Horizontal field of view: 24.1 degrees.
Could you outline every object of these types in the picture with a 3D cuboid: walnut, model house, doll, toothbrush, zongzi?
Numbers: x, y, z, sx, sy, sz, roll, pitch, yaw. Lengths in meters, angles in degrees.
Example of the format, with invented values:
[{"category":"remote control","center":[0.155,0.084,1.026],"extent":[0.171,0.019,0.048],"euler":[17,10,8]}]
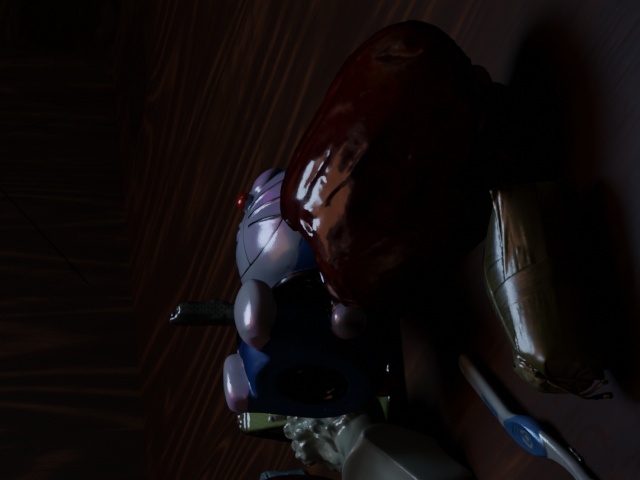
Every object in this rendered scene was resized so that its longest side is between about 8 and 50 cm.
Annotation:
[{"category":"walnut","center":[0.078,-0.071,1.494],"extent":[0.269,0.222,0.244],"euler":[-46,-7,7]},{"category":"model house","center":[-0.056,0.171,1.922],"extent":[0.205,0.279,0.218],"euler":[125,143,-66]},{"category":"doll","center":[0.007,0.040,1.720],"extent":[0.284,0.240,0.310],"euler":[125,158,-47]},{"category":"toothbrush","center":[0.205,0.186,1.464],"extent":[0.386,0.040,0.040],"euler":[-125,38,-69]},{"category":"zongzi","center":[0.198,0.073,1.386],"extent":[0.204,0.094,0.205],"euler":[102,160,-66]}]

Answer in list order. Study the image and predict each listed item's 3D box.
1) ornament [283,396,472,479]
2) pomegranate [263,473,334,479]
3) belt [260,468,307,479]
[{"category":"ornament","center":[0.056,0.239,1.720],"extent":[0.285,0.120,0.130],"euler":[26,117,57]},{"category":"pomegranate","center":[-0.043,0.456,1.902],"extent":[0.291,0.291,0.323],"euler":[-134,37,-67]},{"category":"belt","center":[-0.055,0.429,2.263],"extent":[0.163,0.082,0.147],"euler":[-108,20,-50]}]
